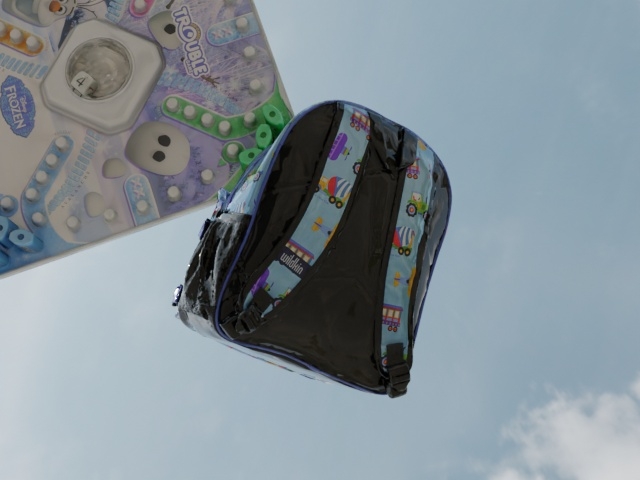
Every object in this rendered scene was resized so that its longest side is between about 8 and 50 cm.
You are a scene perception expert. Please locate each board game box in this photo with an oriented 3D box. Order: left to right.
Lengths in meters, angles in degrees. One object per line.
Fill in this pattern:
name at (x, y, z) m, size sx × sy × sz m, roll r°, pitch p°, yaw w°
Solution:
board game box at (-0.255, -0.197, 1.313) m, size 0.390 × 0.050 × 0.390 m, roll -19°, pitch -107°, yaw 0°

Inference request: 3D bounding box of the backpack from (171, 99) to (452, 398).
backpack at (0.000, 0.000, 0.757) m, size 0.158 × 0.117 × 0.173 m, roll 23°, pitch -100°, yaw -27°
